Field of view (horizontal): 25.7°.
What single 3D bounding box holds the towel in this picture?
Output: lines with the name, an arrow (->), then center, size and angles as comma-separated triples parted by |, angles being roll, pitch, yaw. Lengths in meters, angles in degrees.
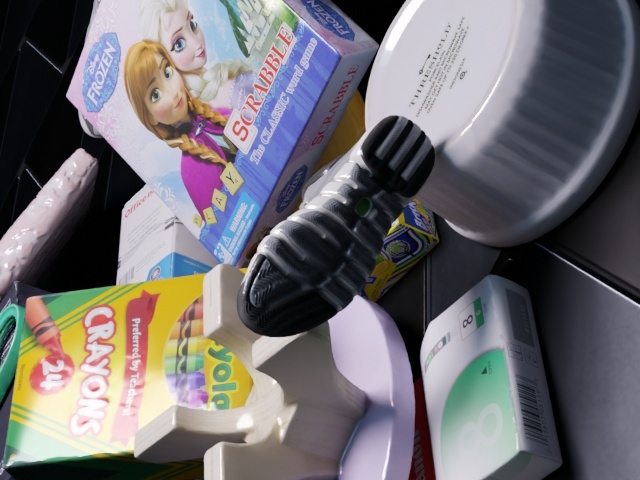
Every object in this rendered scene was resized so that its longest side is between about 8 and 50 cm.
towel -> -0.430, 0.047, 1.973 | 0.332, 0.053, 0.317 | -58, 4, -18

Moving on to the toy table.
toy table -> -0.034, 0.150, 1.251 | 0.252, 0.160, 0.274 | -47, 37, 28

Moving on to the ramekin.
ramekin -> 0.152, -0.139, 1.256 | 0.273, 0.127, 0.273 | -36, 43, 42

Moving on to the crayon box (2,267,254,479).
crayon box -> -0.158, 0.142, 1.449 | 0.318, 0.081, 0.202 | -8, 56, 13

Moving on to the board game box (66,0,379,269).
board game box -> -0.122, -0.183, 1.534 | 0.318, 0.066, 0.319 | 45, 130, 22

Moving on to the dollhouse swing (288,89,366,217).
dollhouse swing -> -0.027, -0.202, 1.667 | 0.347, 0.305, 0.315 | -37, 0, 43

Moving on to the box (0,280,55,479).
box -> -0.375, 0.292, 1.774 | 0.343, 0.179, 0.312 | -54, 30, 22

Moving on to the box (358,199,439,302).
box -> 0.043, 0.022, 1.400 | 0.169, 0.054, 0.059 | -46, 35, 34

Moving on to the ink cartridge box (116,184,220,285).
ink cartridge box -> -0.189, 0.017, 1.757 | 0.139, 0.082, 0.191 | -38, 39, 40

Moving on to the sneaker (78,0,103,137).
sneaker -> -0.325, -0.271, 2.189 | 0.129, 0.111, 0.297 | 124, 157, -50

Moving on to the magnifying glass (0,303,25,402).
magnifying glass -> -0.395, 0.186, 1.675 | 0.092, 0.026, 0.231 | -13, 60, 55

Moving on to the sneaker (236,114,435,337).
sneaker -> 0.000, 0.000, 1.177 | 0.229, 0.086, 0.132 | -48, 9, -23

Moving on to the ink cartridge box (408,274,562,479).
ink cartridge box -> 0.103, 0.162, 1.205 | 0.224, 0.056, 0.181 | -42, 37, 35

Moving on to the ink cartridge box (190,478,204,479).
ink cartridge box -> -0.127, 0.164, 1.583 | 0.208, 0.045, 0.206 | -38, 40, 50
